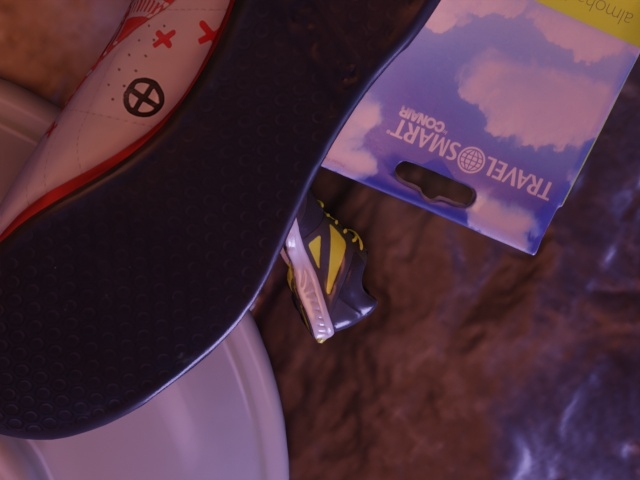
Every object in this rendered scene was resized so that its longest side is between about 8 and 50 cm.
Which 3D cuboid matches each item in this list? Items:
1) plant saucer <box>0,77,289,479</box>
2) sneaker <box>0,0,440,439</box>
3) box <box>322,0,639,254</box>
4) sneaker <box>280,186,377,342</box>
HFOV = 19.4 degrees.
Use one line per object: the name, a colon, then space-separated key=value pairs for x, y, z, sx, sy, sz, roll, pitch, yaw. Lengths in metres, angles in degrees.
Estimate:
plant saucer: x=-0.211 y=0.120 z=0.763 sx=0.400 sy=0.100 sz=0.401 roll=-1 pitch=108 yaw=-3
sneaker: x=-0.047 y=-0.056 z=0.696 sx=0.090 sy=0.145 sz=0.270 roll=30 pitch=112 yaw=-20
box: x=0.076 y=-0.096 z=0.739 sx=0.109 sy=0.042 sz=0.178 roll=22 pitch=105 yaw=-11
sneaker: x=0.000 y=0.000 z=0.777 sx=0.035 sy=0.031 sz=0.083 roll=-19 pitch=113 yaw=-12
